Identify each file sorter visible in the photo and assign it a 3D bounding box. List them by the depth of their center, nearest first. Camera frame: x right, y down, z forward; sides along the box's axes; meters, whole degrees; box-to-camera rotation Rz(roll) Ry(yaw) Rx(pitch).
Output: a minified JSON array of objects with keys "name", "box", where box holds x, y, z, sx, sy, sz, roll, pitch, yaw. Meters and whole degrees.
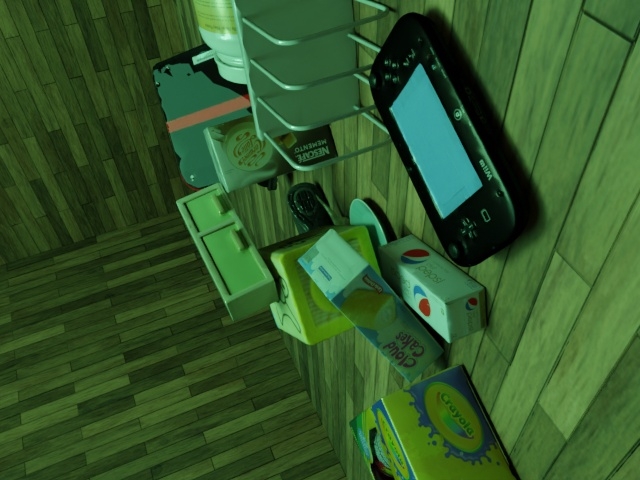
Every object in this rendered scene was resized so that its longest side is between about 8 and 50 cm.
[{"name":"file sorter","box":[-0.002,-0.277,0.901,0.173,0.192,0.278,50,155,49]}]

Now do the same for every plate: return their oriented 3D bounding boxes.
[{"name":"plate","box":[0.107,0.004,1.182,0.188,0.024,0.188,162,90,-76]}]

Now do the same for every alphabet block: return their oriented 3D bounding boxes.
[{"name":"alphabet block","box":[-0.002,0.082,1.220,0.197,0.193,0.192,7,117,68]}]

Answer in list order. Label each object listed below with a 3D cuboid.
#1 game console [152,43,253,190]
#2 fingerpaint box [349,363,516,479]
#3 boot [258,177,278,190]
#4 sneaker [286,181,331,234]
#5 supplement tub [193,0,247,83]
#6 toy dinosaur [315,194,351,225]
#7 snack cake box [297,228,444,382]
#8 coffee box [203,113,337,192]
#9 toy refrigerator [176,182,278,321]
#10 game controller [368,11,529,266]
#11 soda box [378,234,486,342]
[{"name":"game console","box":[-0.217,-0.311,1.439,0.060,0.386,0.342,-26,-77,-61]},{"name":"fingerpaint box","box":[0.228,0.490,1.067,0.371,0.163,0.445,106,142,-66]},{"name":"boot","box":[-0.253,-0.290,1.638,0.131,0.260,0.348,-94,-3,-60]},{"name":"sneaker","box":[0.000,0.000,1.466,0.130,0.109,0.286,83,171,-71]},{"name":"supplement tub","box":[-0.109,-0.449,0.996,0.228,0.228,0.316,-126,22,-49]},{"name":"toy dinosaur","box":[0.047,-0.022,1.355,0.183,0.053,0.093,54,144,29]},{"name":"snack cake box","box":[0.090,0.115,1.044,0.264,0.089,0.152,48,179,-32]},{"name":"coffee box","box":[-0.108,-0.206,1.263,0.098,0.246,0.141,-160,52,-73]},{"name":"toy refrigerator","box":[-0.190,0.016,1.195,0.269,0.102,0.094,58,166,30]},{"name":"game controller","box":[0.154,-0.127,0.758,0.166,0.067,0.319,114,135,-70]},{"name":"soda box","box":[0.171,0.069,0.936,0.216,0.069,0.074,-133,27,-60]}]
